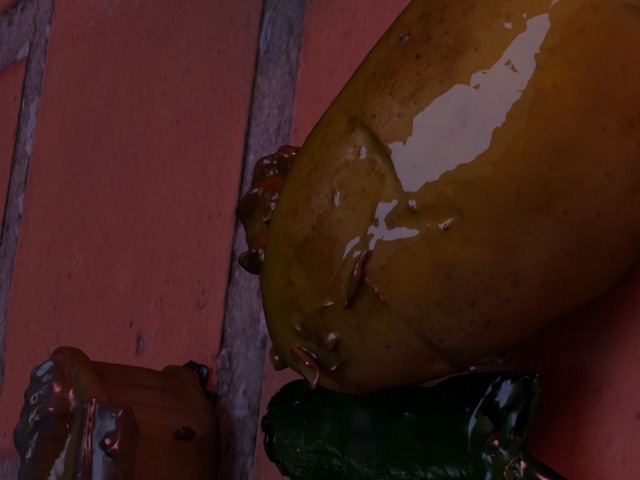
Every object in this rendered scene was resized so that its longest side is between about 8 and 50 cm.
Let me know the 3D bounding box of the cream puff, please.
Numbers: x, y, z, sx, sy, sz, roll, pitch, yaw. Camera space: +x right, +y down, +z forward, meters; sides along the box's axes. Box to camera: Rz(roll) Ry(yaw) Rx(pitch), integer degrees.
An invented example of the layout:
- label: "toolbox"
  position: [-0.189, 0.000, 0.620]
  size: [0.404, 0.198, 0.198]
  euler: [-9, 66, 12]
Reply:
- label: "cream puff"
  position: [0.000, 0.000, 0.780]
  size: [0.094, 0.122, 0.116]
  euler: [-24, 19, 44]

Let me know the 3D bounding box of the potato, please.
- label: "potato"
  position: [0.081, -0.045, 0.626]
  size: [0.300, 0.140, 0.173]
  euler: [-52, 48, 18]

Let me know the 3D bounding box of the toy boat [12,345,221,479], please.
- label: "toy boat"
  position: [-0.160, 0.292, 0.888]
  size: [0.162, 0.136, 0.446]
  euler: [-13, 69, 50]

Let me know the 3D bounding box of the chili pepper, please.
- label: "chili pepper"
  position: [0.054, 0.111, 0.688]
  size: [0.224, 0.061, 0.098]
  euler: [-6, 94, 52]
